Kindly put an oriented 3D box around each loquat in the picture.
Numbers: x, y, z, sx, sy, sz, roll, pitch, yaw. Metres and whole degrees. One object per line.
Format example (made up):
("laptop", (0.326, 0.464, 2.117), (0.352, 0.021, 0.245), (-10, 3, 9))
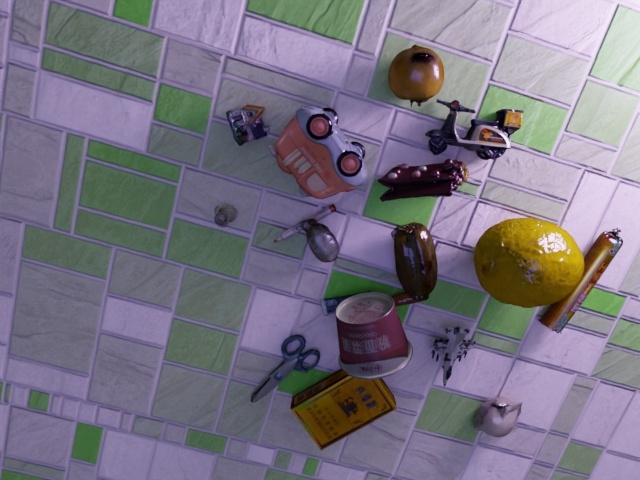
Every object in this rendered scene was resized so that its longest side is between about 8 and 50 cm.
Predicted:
("loquat", (0.260, -0.446, 1.220), (0.163, 0.137, 0.163), (-5, 105, -19))

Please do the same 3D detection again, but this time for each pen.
("pen", (-0.050, -0.050, 1.380), (0.218, 0.026, 0.026), (-29, 103, 7))

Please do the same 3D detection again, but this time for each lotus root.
("lotus root", (0.002, 0.000, 1.361), (0.088, 0.088, 0.165), (-31, 110, 7))
("lotus root", (0.289, 0.061, 1.365), (0.124, 0.123, 0.241), (-1, 109, 29))

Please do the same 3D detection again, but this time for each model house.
("model house", (-0.199, -0.330, 1.271), (0.100, 0.088, 0.101), (-16, 108, 5))

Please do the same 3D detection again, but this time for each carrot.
("carrot", (0.243, 0.192, 1.442), (0.191, 0.047, 0.047), (-16, 105, 9))

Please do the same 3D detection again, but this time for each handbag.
("handbag", (0.280, -0.169, 1.236), (0.216, 0.203, 0.074), (-3, 109, 28))

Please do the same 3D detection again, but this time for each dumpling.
("dumpling", (0.616, 0.607, 1.536), (0.150, 0.092, 0.176), (22, 99, -20))

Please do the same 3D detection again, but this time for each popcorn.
("popcorn", (0.397, -0.196, 1.330), (0.082, 0.057, 0.083), (1, 102, -8))

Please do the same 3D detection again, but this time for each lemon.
("lemon", (0.597, 0.061, 1.297), (0.321, 0.268, 0.268), (5, 106, -25))

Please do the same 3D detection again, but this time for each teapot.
("teapot", (-0.289, -0.074, 1.342), (0.057, 0.083, 0.067), (-39, 104, 14))

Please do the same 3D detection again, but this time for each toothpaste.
("toothpaste", (0.099, 0.195, 1.444), (0.197, 0.035, 0.057), (-14, 89, 5))

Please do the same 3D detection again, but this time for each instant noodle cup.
("instant noodle cup", (0.148, 0.275, 1.354), (0.234, 0.235, 0.179), (-14, 111, 3))

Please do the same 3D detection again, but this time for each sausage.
("sausage", (0.827, 0.123, 1.412), (0.082, 0.082, 0.372), (27, 103, -8))

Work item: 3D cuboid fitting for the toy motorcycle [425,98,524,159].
("toy motorcycle", (0.431, -0.313, 1.285), (0.263, 0.091, 0.157), (6, 97, -4))

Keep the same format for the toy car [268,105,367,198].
("toy car", (-0.005, -0.232, 1.262), (0.212, 0.180, 0.270), (-37, 102, 20))

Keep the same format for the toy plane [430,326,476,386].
("toy plane", (0.425, 0.370, 1.479), (0.160, 0.082, 0.234), (3, 120, -12))

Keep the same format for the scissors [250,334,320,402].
("scissors", (-0.133, 0.442, 1.503), (0.138, 0.041, 0.289), (44, 97, -10))

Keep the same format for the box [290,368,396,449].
("box", (0.077, 0.543, 1.510), (0.301, 0.084, 0.193), (-32, 103, 7))
